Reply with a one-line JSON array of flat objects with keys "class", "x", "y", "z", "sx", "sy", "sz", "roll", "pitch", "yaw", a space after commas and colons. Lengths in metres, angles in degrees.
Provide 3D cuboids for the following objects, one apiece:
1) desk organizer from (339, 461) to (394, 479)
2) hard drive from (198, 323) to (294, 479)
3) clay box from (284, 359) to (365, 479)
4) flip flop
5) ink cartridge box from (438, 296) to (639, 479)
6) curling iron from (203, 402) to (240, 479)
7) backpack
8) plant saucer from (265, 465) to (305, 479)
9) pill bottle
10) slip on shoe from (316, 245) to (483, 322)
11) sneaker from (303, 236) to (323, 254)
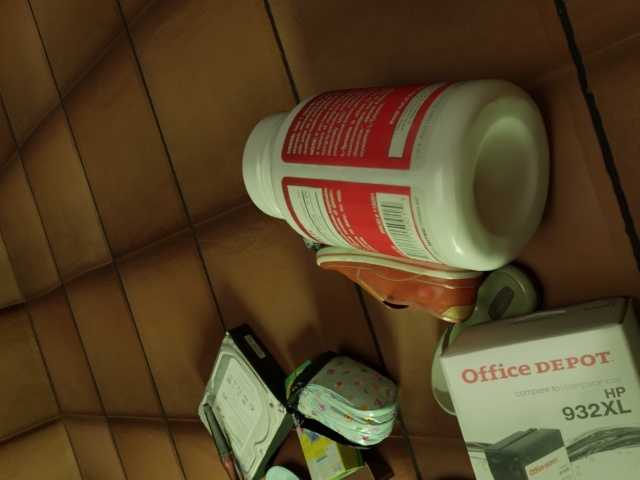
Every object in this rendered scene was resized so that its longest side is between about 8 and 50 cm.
[{"class": "desk organizer", "x": 0.080, "y": 0.456, "z": 1.254, "sx": 0.130, "sy": 0.047, "sz": 0.050, "roll": -44, "pitch": 69, "yaw": 47}, {"class": "hard drive", "x": -0.173, "y": 0.388, "z": 1.503, "sx": 0.237, "sy": 0.064, "sz": 0.338, "roll": 48, "pitch": 136, "yaw": 26}, {"class": "clay box", "x": 0.002, "y": 0.354, "z": 1.272, "sx": 0.127, "sy": 0.053, "sz": 0.222, "roll": -48, "pitch": 52, "yaw": 46}, {"class": "flip flop", "x": 0.224, "y": 0.151, "z": 0.945, "sx": 0.112, "sy": 0.080, "sz": 0.277, "roll": 45, "pitch": 133, "yaw": 28}, {"class": "ink cartridge box", "x": 0.307, "y": 0.249, "z": 0.803, "sx": 0.223, "sy": 0.129, "sz": 0.307, "roll": -17, "pitch": 91, "yaw": 30}, {"class": "curling iron", "x": -0.212, "y": 0.506, "z": 1.515, "sx": 0.068, "sy": 0.035, "sz": 0.274, "roll": -26, "pitch": 86, "yaw": 47}, {"class": "backpack", "x": 0.049, "y": 0.282, "z": 1.151, "sx": 0.182, "sy": 0.152, "sz": 0.115, "roll": 27, "pitch": 133, "yaw": 26}, {"class": "plant saucer", "x": -0.051, "y": 0.592, "z": 1.461, "sx": 0.195, "sy": 0.037, "sz": 0.194, "roll": 20, "pitch": 119, "yaw": 42}, {"class": "pill bottle", "x": 0.080, "y": -0.097, "z": 0.899, "sx": 0.408, "sy": 0.229, "sz": 0.228, "roll": 10, "pitch": 112, "yaw": 46}, {"class": "slip on shoe", "x": 0.105, "y": 0.055, "z": 0.994, "sx": 0.331, "sy": 0.123, "sz": 0.101, "roll": 10, "pitch": 104, "yaw": 52}, {"class": "sneaker", "x": 0.000, "y": 0.000, "z": 1.180, "sx": 0.098, "sy": 0.038, "sz": 0.069, "roll": 31, "pitch": 128, "yaw": 49}]
